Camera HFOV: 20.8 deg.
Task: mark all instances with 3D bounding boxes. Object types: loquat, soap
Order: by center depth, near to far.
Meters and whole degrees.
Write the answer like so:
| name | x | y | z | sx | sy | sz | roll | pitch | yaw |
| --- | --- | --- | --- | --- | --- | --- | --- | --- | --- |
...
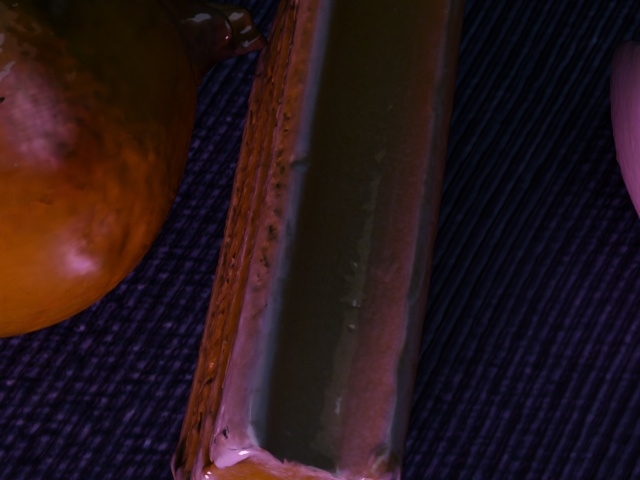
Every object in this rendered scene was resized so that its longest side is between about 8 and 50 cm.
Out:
| name | x | y | z | sx | sy | sz | roll | pitch | yaw |
| --- | --- | --- | --- | --- | --- | --- | --- | --- | --- |
| soap | 0.000 | 0.000 | 0.807 | 0.089 | 0.173 | 0.274 | 13 | 65 | -8 |
| loquat | -0.145 | -0.066 | 0.808 | 0.246 | 0.213 | 0.213 | -20 | 68 | -3 |

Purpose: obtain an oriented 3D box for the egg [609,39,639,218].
| name | x | y | z | sx | sy | sz | roll | pitch | yaw |
| --- | --- | --- | --- | --- | --- | --- | --- | --- | --- |
| egg | 0.258 | 0.003 | 0.824 | 0.271 | 0.206 | 0.162 | 12 | 96 | 11 |
